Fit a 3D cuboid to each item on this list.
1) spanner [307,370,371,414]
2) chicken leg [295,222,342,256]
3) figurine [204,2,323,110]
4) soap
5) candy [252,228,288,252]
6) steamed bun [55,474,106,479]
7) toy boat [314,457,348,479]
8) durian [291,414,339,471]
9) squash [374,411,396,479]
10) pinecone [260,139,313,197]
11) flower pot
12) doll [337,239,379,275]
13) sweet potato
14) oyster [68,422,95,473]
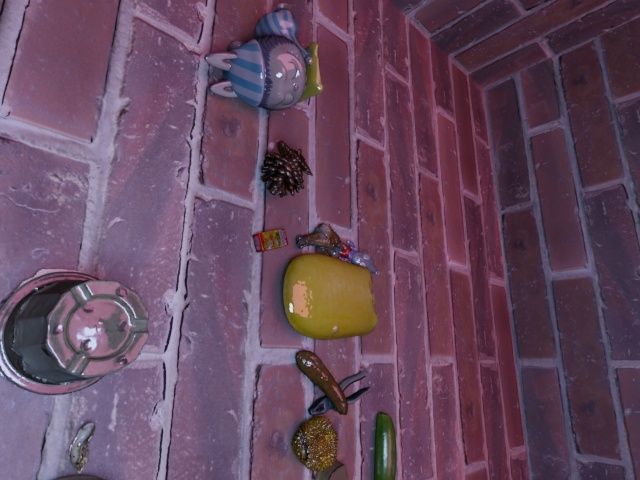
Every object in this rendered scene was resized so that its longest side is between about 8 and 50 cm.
[{"bbox_3d":[0.074,0.560,1.520,0.325,0.040,0.095,-6,83,-47],"label":"spanner"},{"bbox_3d":[0.000,-0.007,1.578,0.196,0.080,0.125,17,53,-31],"label":"chicken leg"},{"bbox_3d":[-0.213,-0.629,1.419,0.378,0.267,0.360,-12,82,-46],"label":"figurine"},{"bbox_3d":[0.032,0.205,1.526,0.428,0.115,0.305,15,72,-41],"label":"soap"},{"bbox_3d":[-0.170,0.000,1.435,0.122,0.038,0.062,-12,88,-46],"label":"candy"},{"bbox_3d":[-0.463,0.581,0.859,0.250,0.200,0.154,45,50,-31],"label":"steamed bun"},{"bbox_3d":[0.034,0.817,1.391,0.116,0.061,0.188,44,51,-27],"label":"toy boat"},{"bbox_3d":[-0.012,0.651,1.345,0.168,0.137,0.158,-5,61,-54],"label":"durian"},{"bbox_3d":[0.244,0.804,1.591,0.082,0.082,0.292,22,64,-40],"label":"squash"},{"bbox_3d":[-0.123,-0.240,1.470,0.179,0.150,0.195,40,54,-31],"label":"pinecone"},{"bbox_3d":[-0.507,0.185,0.886,0.291,0.259,0.289,13,71,-42],"label":"flower pot"},{"bbox_3d":[0.156,0.081,1.717,0.228,0.075,0.102,36,71,-19],"label":"doll"},{"bbox_3d":[0.011,0.477,1.432,0.273,0.075,0.075,52,47,-6],"label":"sweet potato"},{"bbox_3d":[-0.516,0.458,0.939,0.083,0.081,0.038,-48,143,-6],"label":"oyster"}]
